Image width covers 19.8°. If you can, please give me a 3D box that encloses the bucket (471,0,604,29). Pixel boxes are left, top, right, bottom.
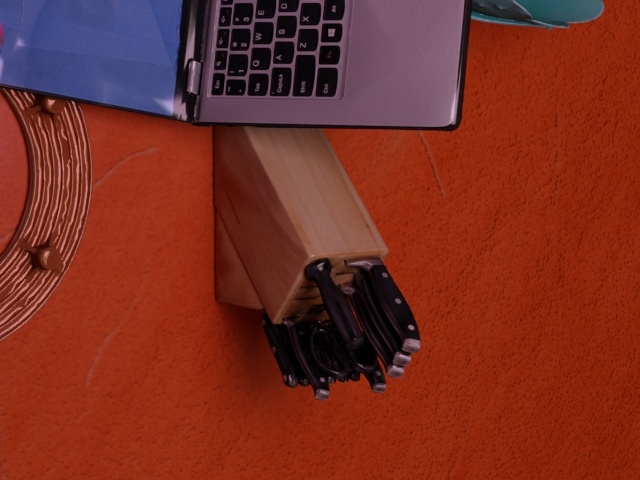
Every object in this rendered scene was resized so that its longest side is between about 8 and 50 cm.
[{"bbox_3d":[0.165,-0.342,1.746,0.281,0.183,0.281,-9,102,-45],"label":"bucket"}]

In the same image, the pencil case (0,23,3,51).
[{"bbox_3d":[-0.367,-0.127,1.454,0.236,0.104,0.104,-38,113,-16],"label":"pencil case"}]

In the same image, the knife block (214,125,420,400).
[{"bbox_3d":[0.000,0.000,1.658,0.088,0.242,0.275,-3,95,-34],"label":"knife block"}]

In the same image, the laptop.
[{"bbox_3d":[-0.091,-0.304,1.563,0.236,0.408,0.382,17,77,-65],"label":"laptop"}]

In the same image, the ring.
[{"bbox_3d":[-0.343,-0.055,1.556,0.336,0.032,0.336,-3,96,-34],"label":"ring"}]
